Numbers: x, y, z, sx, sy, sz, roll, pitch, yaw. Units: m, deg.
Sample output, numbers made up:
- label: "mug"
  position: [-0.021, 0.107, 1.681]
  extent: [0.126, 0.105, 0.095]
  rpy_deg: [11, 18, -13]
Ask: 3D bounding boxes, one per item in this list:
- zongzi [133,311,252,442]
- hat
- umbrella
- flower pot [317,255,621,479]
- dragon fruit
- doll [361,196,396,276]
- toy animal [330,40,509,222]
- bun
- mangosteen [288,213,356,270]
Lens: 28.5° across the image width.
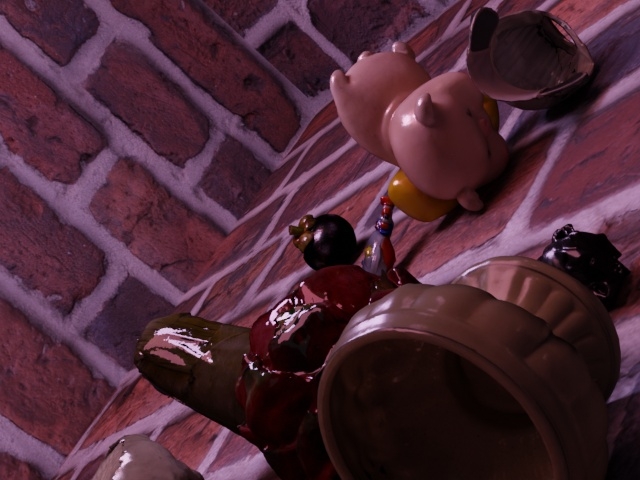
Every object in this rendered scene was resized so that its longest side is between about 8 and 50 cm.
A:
- label: "zongzi"
  position: [-0.161, 0.187, 2.005]
  extent: [0.360, 0.323, 0.160]
  rpy_deg: [88, -153, -66]
- label: "hat"
  position: [0.357, -0.302, 2.233]
  extent: [0.275, 0.232, 0.161]
  rpy_deg: [-38, -24, -52]
- label: "umbrella"
  position: [0.269, 0.080, 1.620]
  extent: [0.272, 0.110, 0.122]
  rpy_deg: [-40, 49, 38]
- label: "flower pot"
  position: [0.170, 0.161, 1.319]
  extent: [0.307, 0.307, 0.244]
  rpy_deg: [-37, 0, 42]
- label: "dragon fruit"
  position: [0.047, 0.187, 1.582]
  extent: [0.329, 0.329, 0.329]
  rpy_deg: [-45, 12, 13]
- label: "doll"
  position: [0.112, 0.016, 2.351]
  extent: [0.104, 0.062, 0.195]
  rpy_deg: [155, 125, -74]
- label: "toy animal"
  position: [0.212, -0.221, 2.259]
  extent: [0.277, 0.345, 0.247]
  rpy_deg: [-35, 5, -10]
- label: "bun"
  position: [-0.314, 0.506, 2.096]
  extent: [0.360, 0.211, 0.360]
  rpy_deg: [-56, 12, 18]
- label: "mangosteen"
  position: [0.000, 0.000, 2.691]
  extent: [0.137, 0.151, 0.137]
  rpy_deg: [-61, 14, 26]
